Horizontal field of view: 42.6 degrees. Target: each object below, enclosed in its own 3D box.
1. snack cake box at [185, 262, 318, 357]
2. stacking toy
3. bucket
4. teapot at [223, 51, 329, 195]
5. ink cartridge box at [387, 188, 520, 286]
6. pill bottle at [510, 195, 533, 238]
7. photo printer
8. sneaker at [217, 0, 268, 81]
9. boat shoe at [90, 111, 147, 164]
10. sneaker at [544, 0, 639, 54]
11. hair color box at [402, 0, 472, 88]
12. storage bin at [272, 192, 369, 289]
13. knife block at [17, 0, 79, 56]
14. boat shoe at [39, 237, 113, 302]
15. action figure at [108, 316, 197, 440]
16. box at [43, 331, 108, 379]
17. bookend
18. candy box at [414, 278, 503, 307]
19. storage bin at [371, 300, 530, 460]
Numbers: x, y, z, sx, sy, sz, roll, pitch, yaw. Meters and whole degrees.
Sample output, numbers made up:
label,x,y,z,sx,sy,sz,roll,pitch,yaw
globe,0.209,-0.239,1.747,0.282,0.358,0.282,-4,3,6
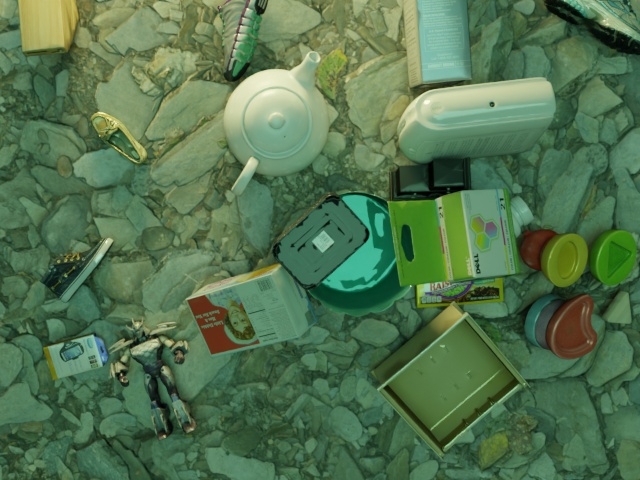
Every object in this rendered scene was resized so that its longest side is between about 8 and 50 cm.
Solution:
label,x,y,z,sx,sy,sz,roll,pitch,yaw
snack cake box,-0.154,0.154,1.806,0.264,0.089,0.152,-17,101,35
stacking toy,0.583,0.099,1.903,0.279,0.130,0.309,-15,111,-27
bucket,0.073,0.020,1.819,0.281,0.183,0.281,0,97,-2
teapot,-0.098,-0.249,1.775,0.252,0.187,0.256,-14,98,-1
ink cartridge box,0.281,-0.005,1.720,0.255,0.097,0.189,-4,84,-32
pill bottle,0.395,-0.028,1.871,0.169,0.094,0.094,-33,97,2
photo printer,0.319,-0.249,1.765,0.307,0.256,0.107,-7,78,-1
sneaker,-0.190,-0.464,1.811,0.098,0.083,0.224,19,92,16
boat shoe,-0.450,-0.227,1.830,0.056,0.048,0.153,-43,97,3
sneaker,0.646,-0.515,1.818,0.283,0.110,0.122,30,91,-6
hair color box,0.241,-0.522,1.757,0.113,0.185,0.374,-6,97,-2
storage bin,0.000,0.000,1.679,0.180,0.084,0.122,-42,96,4
knife block,-0.578,-0.541,1.695,0.088,0.276,0.242,-8,127,-1
boat shoe,-0.551,0.050,1.851,0.083,0.065,0.183,40,95,-8
action figure,-0.373,0.307,1.878,0.185,0.099,0.285,-21,94,5
box,-0.561,0.265,1.897,0.136,0.028,0.081,-15,97,-3
bookend,0.240,-0.133,1.815,0.156,0.157,0.072,-1,84,-3
candy box,0.322,0.098,1.918,0.206,0.027,0.105,-4,95,-2
storage bin,0.298,0.325,1.886,0.262,0.123,0.260,-41,104,2
